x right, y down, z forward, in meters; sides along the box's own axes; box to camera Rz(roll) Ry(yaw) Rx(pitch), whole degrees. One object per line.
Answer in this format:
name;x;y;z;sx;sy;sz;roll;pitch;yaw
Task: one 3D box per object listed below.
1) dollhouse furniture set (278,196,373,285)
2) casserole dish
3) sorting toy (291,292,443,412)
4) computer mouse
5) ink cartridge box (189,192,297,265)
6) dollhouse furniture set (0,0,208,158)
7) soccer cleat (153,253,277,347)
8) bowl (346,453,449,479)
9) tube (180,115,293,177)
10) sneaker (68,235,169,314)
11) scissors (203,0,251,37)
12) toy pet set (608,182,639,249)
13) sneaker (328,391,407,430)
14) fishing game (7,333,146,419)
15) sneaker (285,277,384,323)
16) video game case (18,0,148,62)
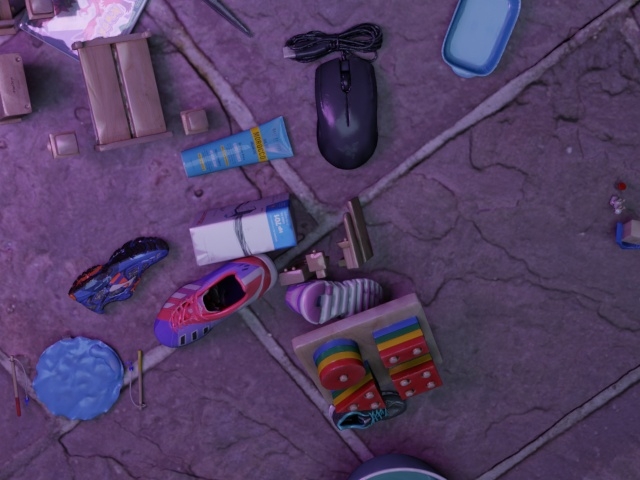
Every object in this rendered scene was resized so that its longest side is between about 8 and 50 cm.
dollhouse furniture set;0.000;0.000;1.708;0.151;0.144;0.123;-12;97;20
casserole dish;0.296;-0.397;1.642;0.114;0.037;0.188;19;106;-7
sorting toy;0.106;0.245;1.728;0.256;0.089;0.257;-21;142;4
computer mouse;0.040;-0.260;1.655;0.189;0.072;0.272;-9;106;0
ink cartridge box;-0.143;-0.022;1.683;0.191;0.139;0.082;-11;105;1
dollhouse furniture set;-0.420;-0.316;1.618;0.356;0.174;0.303;-14;100;-25
soccer cleat;-0.226;0.124;1.697;0.318;0.116;0.108;-31;90;28
bowl;0.157;0.575;1.857;0.312;0.163;0.311;-1;107;-2
tube;-0.162;-0.172;1.691;0.207;0.052;0.080;-16;113;-3
sneaker;-0.387;0.068;1.743;0.221;0.083;0.087;-30;118;12
scissors;-0.250;-0.472;1.613;0.109;0.021;0.297;-33;106;5
toy pet set;0.630;-0.042;1.757;0.122;0.065;0.114;14;71;-9
sneaker;0.102;0.364;1.838;0.167;0.076;0.064;-12;107;2
fishing game;-0.498;0.280;1.814;0.264;0.041;0.189;-5;107;-9
sneaker;0.025;0.114;1.730;0.236;0.105;0.095;7;90;-44
video game case;-0.426;-0.432;1.614;0.184;0.023;0.201;29;104;-10
